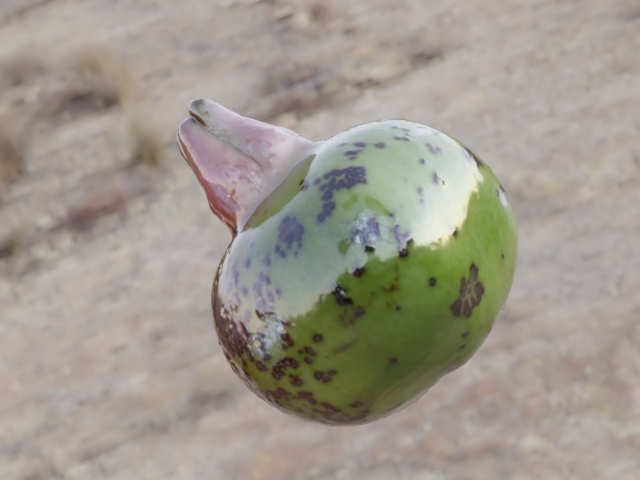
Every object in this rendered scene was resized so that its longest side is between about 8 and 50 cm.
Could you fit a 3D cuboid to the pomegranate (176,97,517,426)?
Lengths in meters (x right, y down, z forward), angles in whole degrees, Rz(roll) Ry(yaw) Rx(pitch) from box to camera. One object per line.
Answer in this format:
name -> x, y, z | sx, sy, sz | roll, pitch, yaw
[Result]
pomegranate -> 0.000, 0.000, 1.250 | 0.214, 0.248, 0.214 | -50, 1, 1
